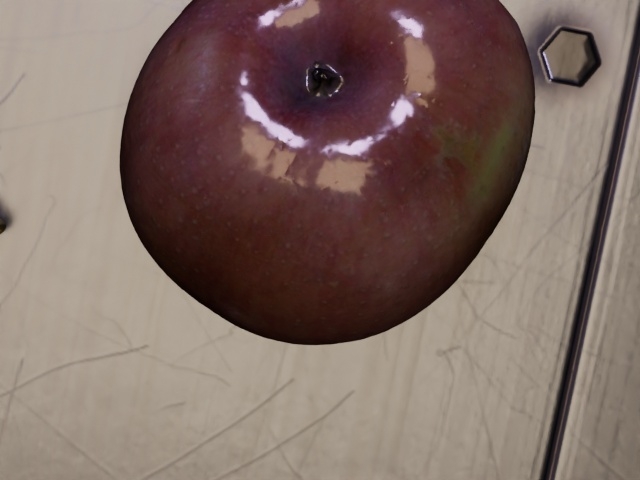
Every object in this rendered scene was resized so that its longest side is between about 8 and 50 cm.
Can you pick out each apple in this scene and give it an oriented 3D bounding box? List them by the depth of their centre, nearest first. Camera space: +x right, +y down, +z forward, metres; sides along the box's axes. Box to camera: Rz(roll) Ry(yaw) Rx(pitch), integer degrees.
[{"bbox_3d":[0.005,-0.074,1.172,0.306,0.235,0.305,0,76,2],"label":"apple"}]

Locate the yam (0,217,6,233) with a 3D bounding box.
[{"bbox_3d":[-0.359,-0.106,1.253,0.066,0.066,0.299,-39,96,1],"label":"yam"}]
